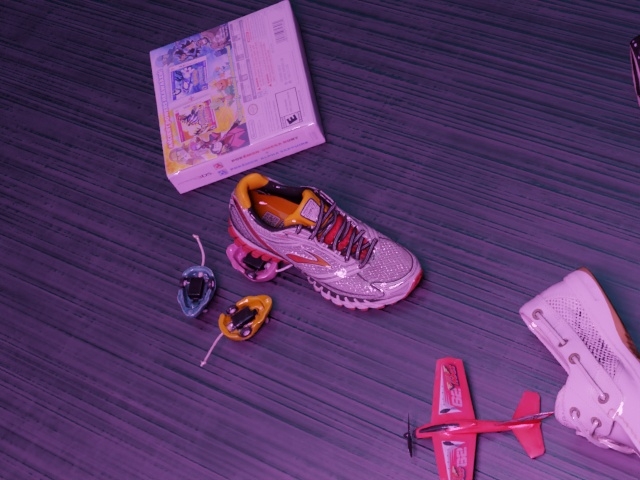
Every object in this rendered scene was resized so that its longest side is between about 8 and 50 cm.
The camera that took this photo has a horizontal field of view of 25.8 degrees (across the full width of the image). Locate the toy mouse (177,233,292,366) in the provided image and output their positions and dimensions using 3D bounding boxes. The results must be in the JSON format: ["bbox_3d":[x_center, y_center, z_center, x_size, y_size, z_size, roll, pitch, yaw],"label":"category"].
[{"bbox_3d":[-0.099,0.047,1.525,0.161,0.031,0.143,-37,57,-8],"label":"toy mouse"}]

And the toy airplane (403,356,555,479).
[{"bbox_3d":[0.153,0.178,1.347,0.151,0.028,0.151,-10,58,15],"label":"toy airplane"}]

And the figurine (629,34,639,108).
[{"bbox_3d":[0.435,-0.130,1.403,0.209,0.092,0.215,-11,56,10],"label":"figurine"}]

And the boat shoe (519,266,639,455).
[{"bbox_3d":[0.263,0.148,1.286,0.096,0.098,0.277,-27,44,4],"label":"boat shoe"}]

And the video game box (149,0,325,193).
[{"bbox_3d":[-0.102,-0.172,1.660,0.187,0.048,0.205,-17,54,8],"label":"video game box"}]

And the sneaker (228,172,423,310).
[{"bbox_3d":[0.000,0.000,1.465,0.225,0.093,0.088,22,61,13],"label":"sneaker"}]
